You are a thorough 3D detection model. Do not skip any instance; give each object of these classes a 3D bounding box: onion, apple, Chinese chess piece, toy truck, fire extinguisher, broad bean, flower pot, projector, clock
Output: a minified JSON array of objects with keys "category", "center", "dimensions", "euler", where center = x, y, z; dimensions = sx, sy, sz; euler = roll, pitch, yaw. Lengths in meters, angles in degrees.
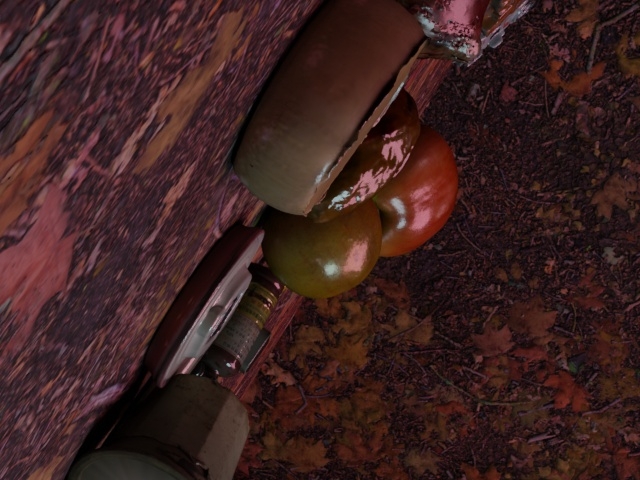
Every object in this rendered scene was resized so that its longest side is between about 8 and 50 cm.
[{"category":"onion","center":[0.147,-0.283,1.570],"dimensions":[0.184,0.147,0.184],"euler":[-42,178,-2]},{"category":"apple","center":[0.142,-0.095,2.479],"dimensions":[0.241,0.242,0.242],"euler":[-51,173,-43]},{"category":"Chinese chess piece","center":[0.011,-0.142,1.349],"dimensions":[0.250,0.103,0.250],"euler":[-56,177,-4]},{"category":"toy truck","center":[0.267,-0.410,2.208],"dimensions":[0.184,0.133,0.338],"euler":[-46,173,-5]},{"category":"fire extinguisher","center":[-0.149,0.157,1.968],"dimensions":[0.106,0.075,0.252],"euler":[-17,-140,58]},{"category":"broad bean","center":[0.041,-0.127,1.756],"dimensions":[0.228,0.156,0.122],"euler":[-49,133,-11]},{"category":"flower pot","center":[-0.197,0.284,1.696],"dimensions":[0.212,0.212,0.202],"euler":[-59,-176,41]},{"category":"projector","center":[-0.142,0.179,2.294],"dimensions":[0.083,0.082,0.083],"euler":[-55,176,-15]},{"category":"apple","center":[0.004,-0.005,1.874],"dimensions":[0.182,0.155,0.182],"euler":[-29,-156,15]},{"category":"clock","center":[-0.144,0.085,1.679],"dimensions":[0.244,0.056,0.244],"euler":[-56,176,-7]}]

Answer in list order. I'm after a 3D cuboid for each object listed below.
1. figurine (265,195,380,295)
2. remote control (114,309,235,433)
[{"category":"figurine","center":[0.000,0.000,2.278],"dimensions":[0.263,0.143,0.162],"euler":[-43,165,-24]},{"category":"remote control","center":[-0.214,0.197,1.854],"dimensions":[0.309,0.038,0.090],"euler":[-55,178,-18]}]
